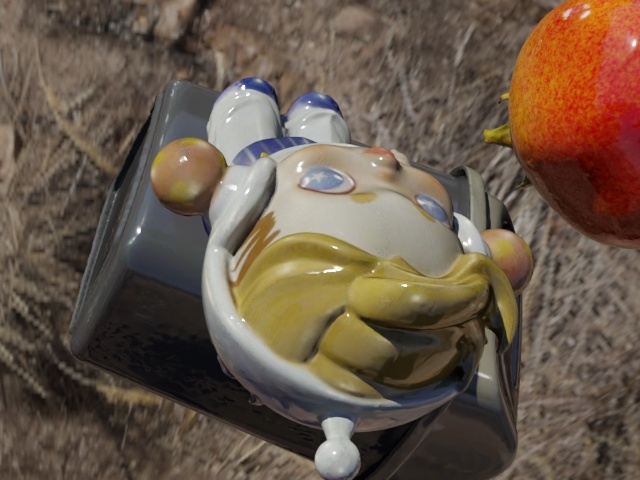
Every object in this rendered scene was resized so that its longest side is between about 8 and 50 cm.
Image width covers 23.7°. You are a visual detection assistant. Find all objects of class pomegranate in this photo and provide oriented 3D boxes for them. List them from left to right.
[{"bbox_3d":[0.248,-0.104,1.235,0.221,0.257,0.220,7,80,-43],"label":"pomegranate"}]

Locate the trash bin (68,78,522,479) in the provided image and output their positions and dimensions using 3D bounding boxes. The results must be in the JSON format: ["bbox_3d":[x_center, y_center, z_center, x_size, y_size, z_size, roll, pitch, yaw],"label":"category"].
[{"bbox_3d":[-0.001,0.033,1.000,0.290,0.182,0.209,22,45,-12],"label":"trash bin"}]

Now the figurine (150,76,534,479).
[{"bbox_3d":[-0.010,-0.004,0.783,0.194,0.133,0.274,7,25,-40],"label":"figurine"}]
